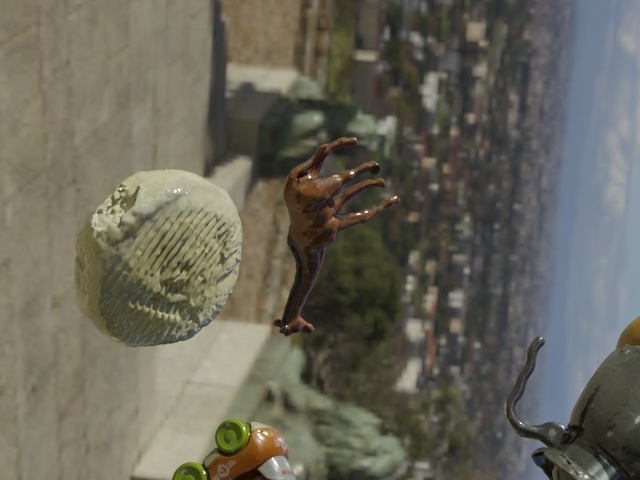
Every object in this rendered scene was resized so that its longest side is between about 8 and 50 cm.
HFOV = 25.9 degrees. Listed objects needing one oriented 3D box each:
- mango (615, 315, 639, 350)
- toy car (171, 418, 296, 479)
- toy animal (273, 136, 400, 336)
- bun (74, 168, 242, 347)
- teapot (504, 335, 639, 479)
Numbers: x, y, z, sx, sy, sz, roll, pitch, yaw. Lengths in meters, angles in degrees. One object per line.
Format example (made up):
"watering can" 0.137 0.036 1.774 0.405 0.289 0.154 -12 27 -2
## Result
"mango" 0.697 0.238 2.364 0.232 0.445 0.300 -6 101 -46
"toy car" -0.127 0.455 2.502 0.145 0.235 0.235 37 58 -62
"toy animal" 0.000 0.000 1.814 0.224 0.229 0.066 56 -4 -35
"bun" -0.191 0.010 1.603 0.220 0.134 0.220 -22 128 -32
"teapot" 0.435 0.301 2.141 0.285 0.305 0.223 -44 -164 -11
